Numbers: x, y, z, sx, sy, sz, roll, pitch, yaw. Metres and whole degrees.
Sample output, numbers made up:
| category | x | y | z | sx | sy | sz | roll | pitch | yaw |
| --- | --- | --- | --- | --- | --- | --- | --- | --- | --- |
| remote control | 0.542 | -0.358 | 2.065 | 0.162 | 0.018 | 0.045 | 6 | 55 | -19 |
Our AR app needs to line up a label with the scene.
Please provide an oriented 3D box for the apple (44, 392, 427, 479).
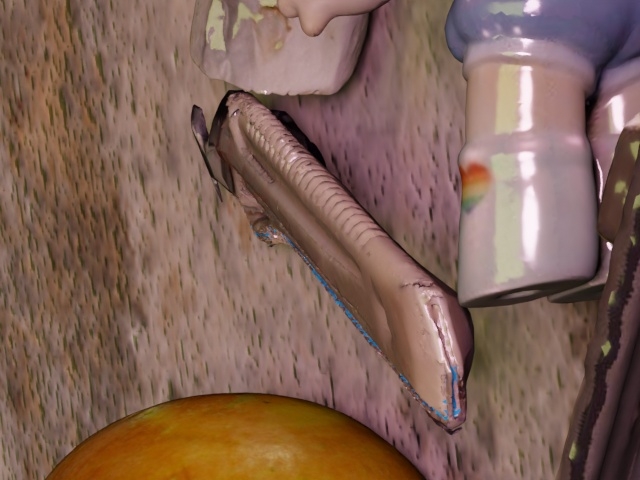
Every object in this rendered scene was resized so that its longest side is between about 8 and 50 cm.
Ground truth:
| category | x | y | z | sx | sy | sz | roll | pitch | yaw |
| --- | --- | --- | --- | --- | --- | --- | --- | --- | --- |
| apple | -0.040 | 0.189 | 0.985 | 0.237 | 0.207 | 0.237 | 32 | 126 | 58 |

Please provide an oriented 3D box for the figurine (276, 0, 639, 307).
| category | x | y | z | sx | sy | sz | roll | pitch | yaw |
| --- | --- | --- | --- | --- | --- | --- | --- | --- | --- |
| figurine | 0.090 | -0.170 | 0.761 | 0.205 | 0.224 | 0.382 | -21 | 90 | 54 |

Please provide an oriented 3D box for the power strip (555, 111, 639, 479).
| category | x | y | z | sx | sy | sz | roll | pitch | yaw |
| --- | --- | --- | --- | --- | --- | --- | --- | --- | --- |
| power strip | 0.164 | 0.035 | 0.703 | 0.092 | 0.257 | 0.251 | 16 | 112 | 29 |

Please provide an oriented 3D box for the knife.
| category | x | y | z | sx | sy | sz | roll | pitch | yaw |
| --- | --- | --- | --- | --- | --- | --- | --- | --- | --- |
| knife | 0.006 | -0.003 | 0.896 | 0.089 | 0.043 | 0.365 | 68 | 171 | -21 |

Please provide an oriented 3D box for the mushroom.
| category | x | y | z | sx | sy | sz | roll | pitch | yaw |
| --- | --- | --- | --- | --- | --- | --- | --- | --- | --- |
| mushroom | 0.005 | -0.175 | 0.945 | 0.092 | 0.081 | 0.223 | 57 | 132 | 46 |
